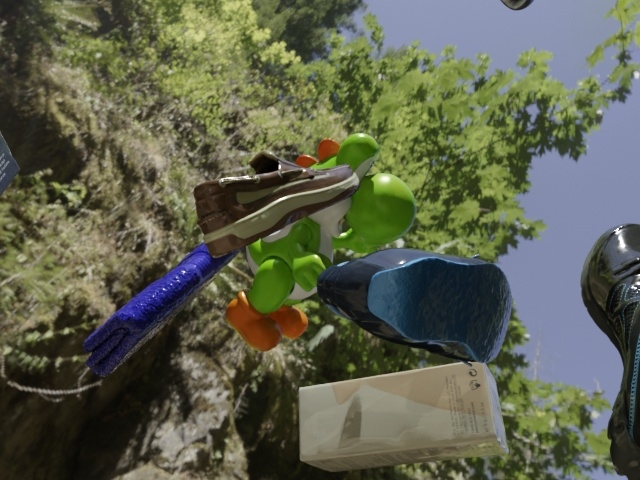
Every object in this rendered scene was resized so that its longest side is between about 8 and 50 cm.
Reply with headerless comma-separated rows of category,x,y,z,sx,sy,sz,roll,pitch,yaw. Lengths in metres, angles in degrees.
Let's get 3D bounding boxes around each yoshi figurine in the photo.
yoshi figurine,0.019,0.016,0.920,0.203,0.203,0.362,23,-73,-30

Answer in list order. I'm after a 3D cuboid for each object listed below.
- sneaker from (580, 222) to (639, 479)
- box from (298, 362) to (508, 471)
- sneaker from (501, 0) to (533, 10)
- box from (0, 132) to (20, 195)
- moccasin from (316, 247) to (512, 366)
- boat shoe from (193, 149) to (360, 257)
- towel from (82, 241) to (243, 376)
sneaker,0.350,0.081,0.572,0.125,0.341,0.140,12,-49,4
box,0.131,0.292,0.953,0.311,0.121,0.148,-13,-31,18
sneaker,0.256,-0.418,0.707,0.099,0.153,0.282,45,-9,42
box,-0.587,-0.151,0.691,0.296,0.183,0.294,-8,-55,1
moccasin,0.124,0.061,0.674,0.116,0.138,0.342,7,-13,37
boat shoe,-0.044,-0.068,0.703,0.095,0.257,0.095,-21,-85,39
towel,-0.273,0.093,1.038,0.076,0.308,0.227,46,-47,-2
